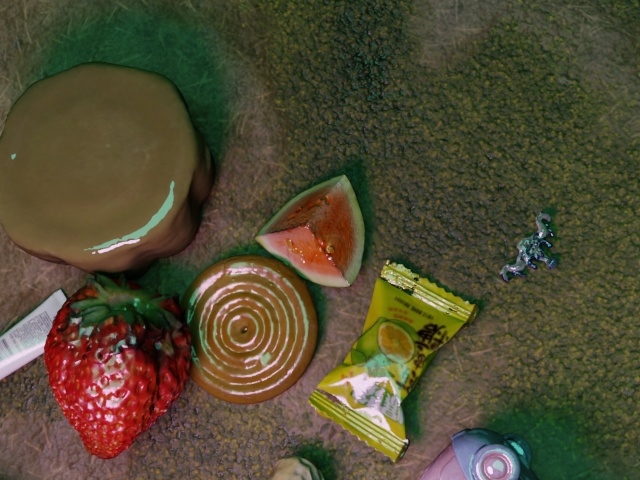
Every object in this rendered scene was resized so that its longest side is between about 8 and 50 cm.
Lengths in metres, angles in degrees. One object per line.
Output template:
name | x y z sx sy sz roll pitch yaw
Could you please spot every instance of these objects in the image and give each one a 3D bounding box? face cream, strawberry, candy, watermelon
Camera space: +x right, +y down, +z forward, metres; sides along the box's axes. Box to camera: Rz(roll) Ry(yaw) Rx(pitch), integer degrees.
face cream | -0.541 0.190 1.853 0.244 0.058 0.092 -35 70 -5
strawberry | -0.342 0.218 1.730 0.238 0.250 0.288 27 120 26
candy | 0.122 0.195 1.739 0.187 0.081 0.297 29 74 13
watermelon | 0.004 0.000 1.789 0.193 0.137 0.145 -35 109 9

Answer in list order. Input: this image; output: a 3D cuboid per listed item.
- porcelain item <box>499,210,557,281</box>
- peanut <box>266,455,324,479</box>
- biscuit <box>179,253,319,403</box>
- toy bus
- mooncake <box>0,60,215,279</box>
porcelain item | 0.367 0.023 1.763 0.075 0.021 0.136 33 86 9
peanut | -0.063 0.492 1.683 0.130 0.130 0.290 7 82 10
biscuit | -0.129 0.150 1.791 0.262 0.037 0.262 -1 84 14
toy bus | 0.264 0.445 1.617 0.232 0.197 0.294 -39 77 10
mooncake | -0.369 -0.117 1.820 0.378 0.201 0.378 -2 74 7
